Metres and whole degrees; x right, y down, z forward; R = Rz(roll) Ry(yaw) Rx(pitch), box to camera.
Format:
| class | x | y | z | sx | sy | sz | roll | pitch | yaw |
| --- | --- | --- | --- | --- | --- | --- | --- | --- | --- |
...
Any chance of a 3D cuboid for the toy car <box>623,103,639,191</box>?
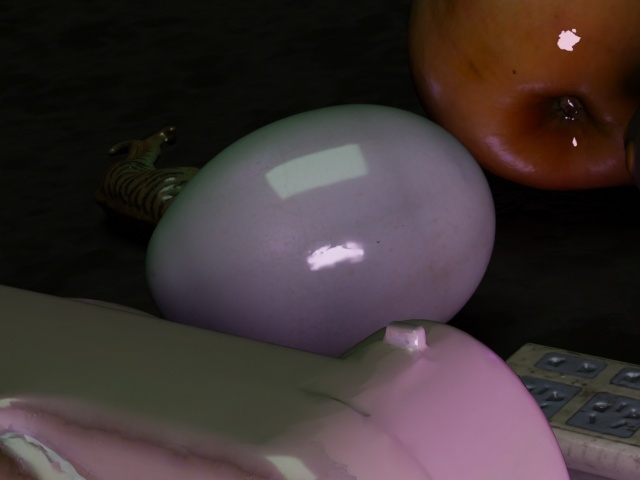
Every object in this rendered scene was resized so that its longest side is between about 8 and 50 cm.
| class | x | y | z | sx | sy | sz | roll | pitch | yaw |
| --- | --- | --- | --- | --- | --- | --- | --- | --- | --- |
| toy car | 0.335 | -0.059 | 1.025 | 0.341 | 0.240 | 0.271 | -3 | 25 | 10 |

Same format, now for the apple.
| class | x | y | z | sx | sy | sz | roll | pitch | yaw |
| --- | --- | --- | --- | --- | --- | --- | --- | --- | --- |
| apple | 0.183 | -0.140 | 1.304 | 0.242 | 0.242 | 0.241 | 2 | 39 | 23 |

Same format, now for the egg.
| class | x | y | z | sx | sy | sz | roll | pitch | yaw |
| --- | --- | --- | --- | --- | --- | --- | --- | --- | --- |
| egg | 0.000 | 0.000 | 1.116 | 0.209 | 0.151 | 0.151 | -14 | 24 | -10 |

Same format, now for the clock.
| class | x | y | z | sx | sy | sz | roll | pitch | yaw |
| --- | --- | --- | --- | --- | --- | --- | --- | --- | --- |
| clock | -0.058 | 0.160 | 0.581 | 0.284 | 0.309 | 0.114 | 9 | 27 | 34 |

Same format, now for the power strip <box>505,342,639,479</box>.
| class | x | y | z | sx | sy | sz | roll | pitch | yaw |
| --- | --- | --- | --- | --- | --- | --- | --- | --- | --- |
| power strip | 0.192 | 0.103 | 0.962 | 0.268 | 0.034 | 0.092 | 10 | 30 | 36 |

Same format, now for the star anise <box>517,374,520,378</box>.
| class | x | y | z | sx | sy | sz | roll | pitch | yaw |
| --- | --- | --- | --- | --- | --- | --- | --- | --- | --- |
| star anise | 0.018 | 0.171 | 0.818 | 0.272 | 0.102 | 0.272 | 1 | 50 | -1 |

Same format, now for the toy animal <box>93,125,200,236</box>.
| class | x | y | z | sx | sy | sz | roll | pitch | yaw |
| --- | --- | --- | --- | --- | --- | --- | --- | --- | --- |
| toy animal | -0.096 | -0.034 | 1.341 | 0.099 | 0.056 | 0.241 | -25 | 29 | -32 |
